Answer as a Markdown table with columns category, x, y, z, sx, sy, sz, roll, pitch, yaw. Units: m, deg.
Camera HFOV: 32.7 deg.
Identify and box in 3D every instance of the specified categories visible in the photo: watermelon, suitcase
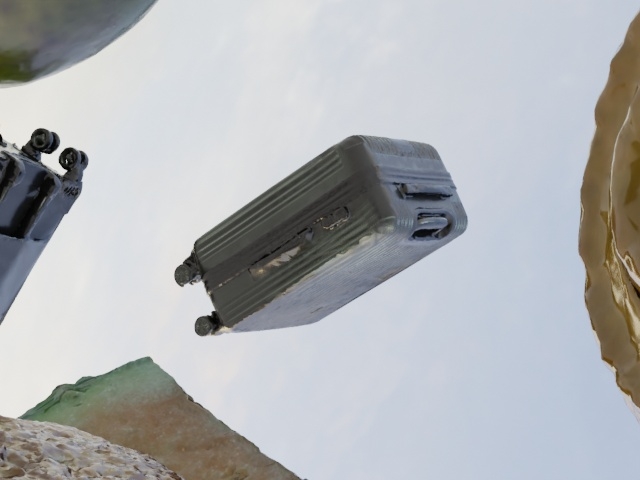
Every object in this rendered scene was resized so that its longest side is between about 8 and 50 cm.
| category | x | y | z | sx | sy | sz | roll | pitch | yaw |
| --- | --- | --- | --- | --- | --- | --- | --- | --- | --- |
| watermelon | -0.168 | 0.272 | 0.977 | 0.264 | 0.151 | 0.302 | -37 | -136 | -29 |
| suitcase | 0.000 | 0.000 | 1.248 | 0.312 | 0.202 | 0.128 | -32 | -107 | 32 |
| suitcase | -0.527 | 0.017 | 1.478 | 0.194 | 0.283 | 0.434 | 30 | -87 | 22 |

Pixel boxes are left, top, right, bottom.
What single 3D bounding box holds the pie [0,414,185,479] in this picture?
| category | x | y | z | sx | sy | sz | roll | pitch | yaw |
| --- | --- | --- | --- | --- | --- | --- | --- | --- | --- |
| pie | -0.200 | 0.140 | 0.576 | 0.315 | 0.315 | 0.092 | 2 | -101 | 57 |

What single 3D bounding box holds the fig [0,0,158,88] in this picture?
| category | x | y | z | sx | sy | sz | roll | pitch | yaw |
| --- | --- | --- | --- | --- | --- | --- | --- | --- | --- |
| fig | -0.149 | -0.160 | 0.466 | 0.181 | 0.181 | 0.191 | -55 | -152 | 7 |

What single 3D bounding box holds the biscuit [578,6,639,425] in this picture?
| category | x | y | z | sx | sy | sz | roll | pitch | yaw |
| --- | --- | --- | --- | --- | --- | --- | --- | --- | --- |
| biscuit | 0.208 | -0.028 | 0.519 | 0.296 | 0.101 | 0.297 | -176 | -90 | -79 |
